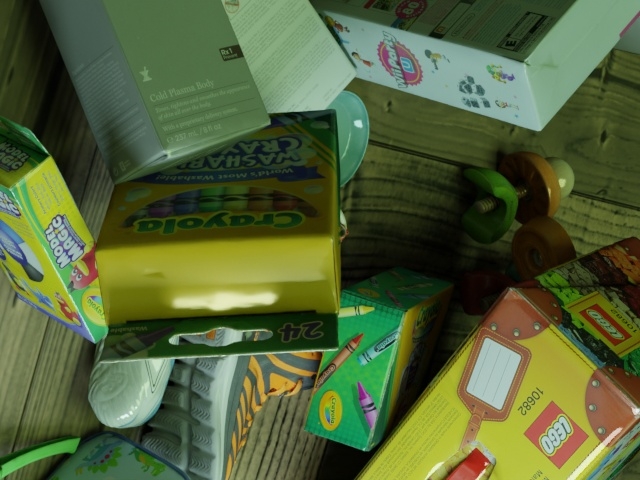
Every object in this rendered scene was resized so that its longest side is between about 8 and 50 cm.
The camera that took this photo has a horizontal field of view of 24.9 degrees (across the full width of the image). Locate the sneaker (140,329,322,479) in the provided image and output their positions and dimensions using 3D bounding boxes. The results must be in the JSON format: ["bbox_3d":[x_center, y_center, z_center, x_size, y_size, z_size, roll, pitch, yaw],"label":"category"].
[{"bbox_3d":[-0.085,0.185,1.588,0.180,0.124,0.321,6,102,-49],"label":"sneaker"}]

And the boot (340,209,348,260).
[{"bbox_3d":[0.000,0.000,1.635,0.059,0.084,0.158,-52,140,-22],"label":"boot"}]

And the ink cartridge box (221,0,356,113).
[{"bbox_3d":[-0.087,-0.197,1.487,0.189,0.066,0.232,-49,116,-22],"label":"ink cartridge box"}]

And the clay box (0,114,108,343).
[{"bbox_3d":[-0.261,-0.019,1.287,0.053,0.127,0.222,-44,134,-24],"label":"clay box"}]

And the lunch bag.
[{"bbox_3d":[-0.222,0.309,1.444,0.219,0.176,0.090,-49,137,-24],"label":"lunch bag"}]

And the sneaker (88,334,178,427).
[{"bbox_3d":[-0.178,0.074,1.476,0.086,0.085,0.237,3,102,-77],"label":"sneaker"}]

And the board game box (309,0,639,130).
[{"bbox_3d":[0.163,-0.253,1.531,0.224,0.303,0.097,-47,137,-24],"label":"board game box"}]

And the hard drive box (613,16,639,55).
[{"bbox_3d":[0.337,-0.335,1.753,0.089,0.232,0.181,-35,131,-34],"label":"hard drive box"}]

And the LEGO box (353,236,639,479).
[{"bbox_3d":[0.229,0.257,1.731,0.372,0.193,0.500,-16,147,-56],"label":"LEGO box"}]

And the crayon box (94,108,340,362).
[{"bbox_3d":[-0.084,-0.016,1.305,0.323,0.203,0.083,-89,176,-61],"label":"crayon box"}]

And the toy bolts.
[{"bbox_3d":[0.295,0.015,1.892,0.158,0.218,0.228,-18,128,-28],"label":"toy bolts"}]

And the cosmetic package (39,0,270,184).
[{"bbox_3d":[-0.155,-0.182,1.269,0.127,0.107,0.238,-23,91,-39],"label":"cosmetic package"}]

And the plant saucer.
[{"bbox_3d":[0.008,-0.114,1.641,0.119,0.021,0.119,-24,124,-41],"label":"plant saucer"}]

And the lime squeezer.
[{"bbox_3d":[-0.334,0.179,1.351,0.110,0.059,0.310,-58,139,-12],"label":"lime squeezer"}]

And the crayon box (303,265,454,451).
[{"bbox_3d":[0.074,0.130,1.700,0.278,0.081,0.165,-17,123,-73],"label":"crayon box"}]
